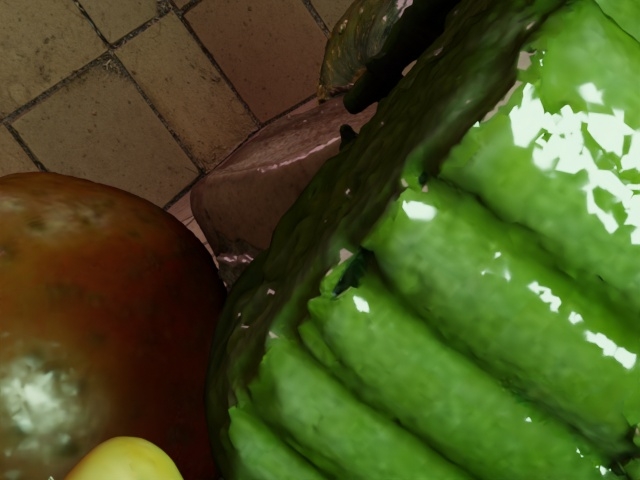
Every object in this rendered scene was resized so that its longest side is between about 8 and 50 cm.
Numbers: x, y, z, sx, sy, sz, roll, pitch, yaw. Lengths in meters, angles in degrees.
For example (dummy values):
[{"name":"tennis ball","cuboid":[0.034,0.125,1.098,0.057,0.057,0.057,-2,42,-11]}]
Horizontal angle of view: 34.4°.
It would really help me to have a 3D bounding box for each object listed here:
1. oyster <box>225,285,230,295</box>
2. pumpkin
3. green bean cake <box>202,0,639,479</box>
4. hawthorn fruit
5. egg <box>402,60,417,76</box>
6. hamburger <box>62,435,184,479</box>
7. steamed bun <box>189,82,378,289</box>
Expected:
[{"name":"oyster","cuboid":[-0.034,0.076,1.181,0.232,0.107,0.161,-19,12,46]},{"name":"pumpkin","cuboid":[0.137,-0.213,1.344,0.257,0.292,0.327,-14,13,-36]},{"name":"green bean cake","cuboid":[0.095,-0.014,0.549,0.335,0.218,0.319,-55,1,34]},{"name":"hawthorn fruit","cuboid":[-0.290,0.125,0.937,0.402,0.403,0.403,-34,12,9]},{"name":"egg","cuboid":[0.167,-0.112,1.042,0.219,0.219,0.269,-34,26,7]},{"name":"hamburger","cuboid":[-0.084,0.216,0.353,0.186,0.261,0.303,-16,57,56]},{"name":"steamed bun","cuboid":[0.000,0.000,0.944,0.199,0.252,0.301,-25,10,-22]}]
